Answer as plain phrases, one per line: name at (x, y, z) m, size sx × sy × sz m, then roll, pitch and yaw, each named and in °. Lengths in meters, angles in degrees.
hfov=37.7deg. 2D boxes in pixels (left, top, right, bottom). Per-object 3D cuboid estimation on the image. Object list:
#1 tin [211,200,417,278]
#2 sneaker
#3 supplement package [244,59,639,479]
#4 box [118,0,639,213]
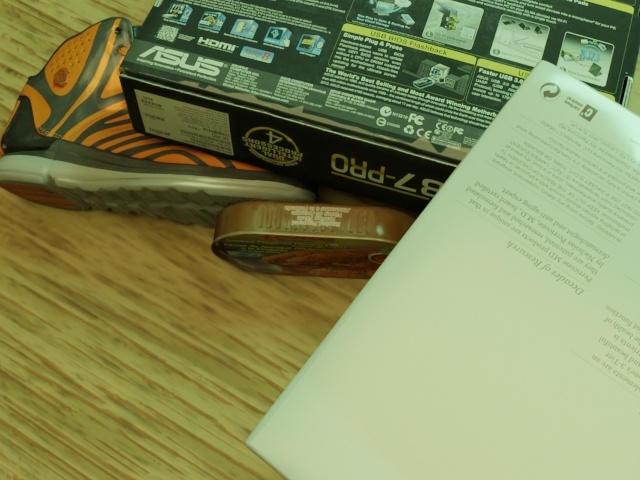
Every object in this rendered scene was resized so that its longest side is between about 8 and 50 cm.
tin at (0.000, 0.000, 0.817) m, size 0.190 × 0.106 × 0.040 m, roll 3°, pitch 74°, yaw 6°
sneaker at (-0.149, -0.116, 0.873) m, size 0.321 × 0.124 × 0.180 m, roll 8°, pitch 76°, yaw 13°
supplement package at (0.129, 0.083, 0.550) m, size 0.199 × 0.198 × 0.262 m, roll 36°, pitch 81°, yaw 17°
box at (0.071, -0.187, 0.811) m, size 0.395 × 0.097 × 0.318 m, roll 15°, pitch 63°, yaw 8°
